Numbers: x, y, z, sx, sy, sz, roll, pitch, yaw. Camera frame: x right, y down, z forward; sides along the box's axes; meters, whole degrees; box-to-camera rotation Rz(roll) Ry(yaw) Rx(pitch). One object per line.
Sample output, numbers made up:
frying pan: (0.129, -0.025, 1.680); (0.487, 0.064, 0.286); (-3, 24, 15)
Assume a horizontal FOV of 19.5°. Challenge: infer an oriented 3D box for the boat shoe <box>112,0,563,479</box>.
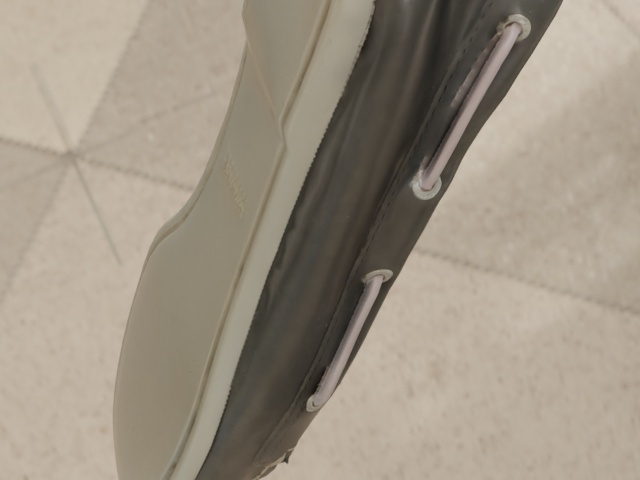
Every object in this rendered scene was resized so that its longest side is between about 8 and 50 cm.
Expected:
boat shoe: (0.000, 0.000, 0.695); (0.095, 0.335, 0.112); (3, 45, -21)
